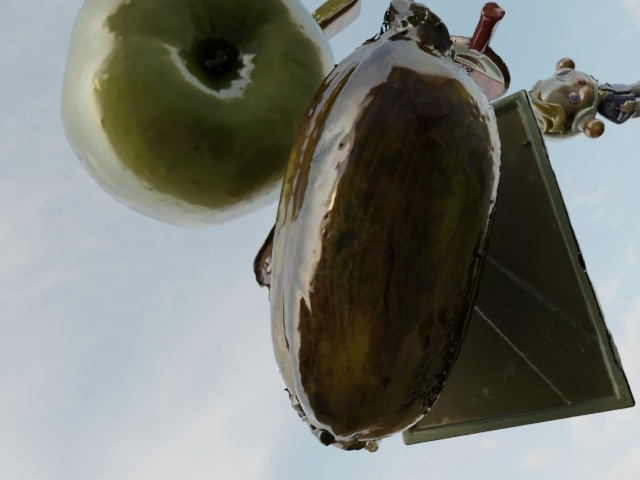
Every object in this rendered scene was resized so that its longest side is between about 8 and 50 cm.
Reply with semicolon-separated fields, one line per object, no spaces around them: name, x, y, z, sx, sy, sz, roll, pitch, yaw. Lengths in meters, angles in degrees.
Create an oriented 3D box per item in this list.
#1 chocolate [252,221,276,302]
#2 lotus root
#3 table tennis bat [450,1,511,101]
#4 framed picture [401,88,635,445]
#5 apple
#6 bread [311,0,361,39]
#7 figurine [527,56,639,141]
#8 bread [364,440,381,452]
chocolate;0.000;0.000;0.839;0.093;0.148;0.214;23;-79;-34
lotus root;0.048;-0.011;0.520;0.179;0.196;0.397;9;-85;-38
table tennis bat;0.163;-0.195;0.608;0.019;0.098;0.154;-58;-9;-12
framed picture;0.157;0.036;0.632;0.247;0.335;0.022;-21;-11;28
apple;-0.204;-0.239;0.982;0.474;0.473;0.473;-15;-57;-24
bread;-0.008;-0.456;1.241;0.226;0.049;0.088;-40;-8;-11
figurine;0.523;-0.275;1.127;0.274;0.193;0.133;-24;-30;-13
bread;0.125;0.485;1.402;0.036;0.047;0.083;-65;-13;9
